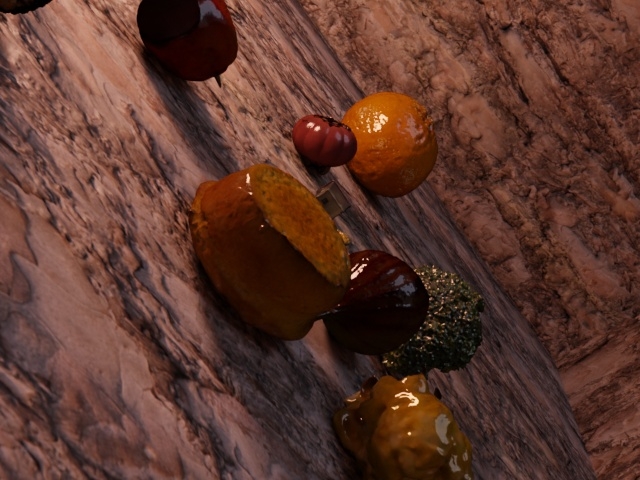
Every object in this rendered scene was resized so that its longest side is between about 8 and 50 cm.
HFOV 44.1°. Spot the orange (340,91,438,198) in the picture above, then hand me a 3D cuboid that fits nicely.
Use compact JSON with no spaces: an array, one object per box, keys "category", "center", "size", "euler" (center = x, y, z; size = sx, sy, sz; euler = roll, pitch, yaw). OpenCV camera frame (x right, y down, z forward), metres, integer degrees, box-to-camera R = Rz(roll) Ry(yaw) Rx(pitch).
[{"category":"orange","center":[0.225,-0.312,2.523],"size":[0.341,0.293,0.341],"euler":[49,21,-27]}]

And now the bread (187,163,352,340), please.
[{"category":"bread","center":[-0.080,0.012,1.329],"size":[0.312,0.172,0.312],"euler":[47,22,-25]}]

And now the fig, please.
[{"category":"fig","center":[0.058,0.138,1.519],"size":[0.320,0.217,0.217],"euler":[-15,72,-51]}]

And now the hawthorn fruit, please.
[{"category":"hawthorn fruit","center":[-0.250,-0.405,1.599],"size":[0.251,0.189,0.190],"euler":[52,16,-42]}]

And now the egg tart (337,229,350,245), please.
[{"category":"egg tart","center":[0.000,0.000,1.717],"size":[0.130,0.052,0.130],"euler":[12,14,-3]}]

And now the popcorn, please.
[{"category":"popcorn","center":[0.144,0.342,1.344],"size":[0.190,0.191,0.254],"euler":[60,2,-46]}]

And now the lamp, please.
[{"category":"lamp","center":[0.008,-0.258,2.107],"size":[0.182,0.140,0.182],"euler":[21,19,-8]}]

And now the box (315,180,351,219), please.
[{"category":"box","center":[0.029,-0.098,2.016],"size":[0.085,0.060,0.063],"euler":[55,22,-11]}]

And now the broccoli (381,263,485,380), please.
[{"category":"broccoli","center":[0.236,0.183,1.794],"size":[0.288,0.260,0.236],"euler":[-24,96,-29]}]

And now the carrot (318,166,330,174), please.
[{"category":"carrot","center":[0.012,-0.222,2.203],"size":[0.048,0.048,0.139],"euler":[48,21,-28]}]

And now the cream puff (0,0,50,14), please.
[{"category":"cream puff","center":[-0.453,-0.412,1.065],"size":[0.239,0.164,0.239],"euler":[49,20,-24]}]
